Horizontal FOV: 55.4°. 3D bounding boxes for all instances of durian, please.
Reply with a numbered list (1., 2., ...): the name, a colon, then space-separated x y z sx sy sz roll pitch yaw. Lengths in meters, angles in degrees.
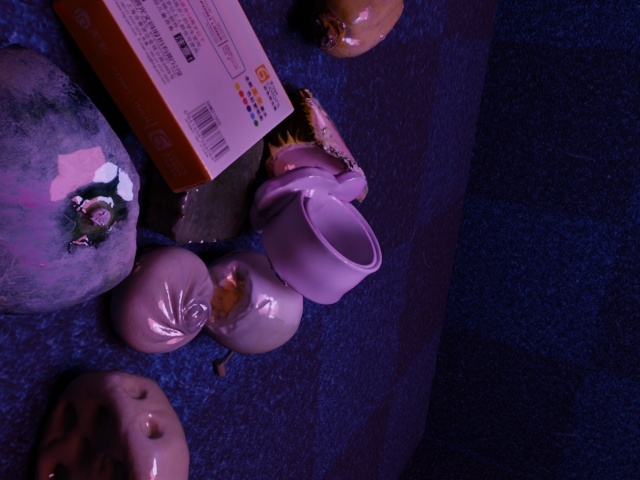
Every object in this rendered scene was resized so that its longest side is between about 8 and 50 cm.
1. durian: -0.008 -0.203 1.212 0.305 0.185 0.196 23 57 -59

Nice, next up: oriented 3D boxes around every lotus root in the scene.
1. lotus root: 0.066 -0.462 1.207 0.343 0.151 0.169 -52 159 -38

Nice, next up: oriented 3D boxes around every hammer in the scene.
1. hammer: -0.179 0.227 1.239 0.110 0.019 0.036 -52 147 -45

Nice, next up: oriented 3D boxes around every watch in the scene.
1. watch: 0.000 0.000 1.063 0.211 0.218 0.248 -40 157 25

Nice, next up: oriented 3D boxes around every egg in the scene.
1. egg: -0.120 0.113 1.102 0.217 0.182 0.183 23 83 -66

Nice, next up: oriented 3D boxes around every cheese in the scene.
1. cheese: -0.289 0.298 0.839 0.117 0.217 0.235 18 55 -64

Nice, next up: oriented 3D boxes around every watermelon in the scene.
1. watermelon: -0.307 -0.017 0.642 0.188 0.175 0.322 -52 146 -41

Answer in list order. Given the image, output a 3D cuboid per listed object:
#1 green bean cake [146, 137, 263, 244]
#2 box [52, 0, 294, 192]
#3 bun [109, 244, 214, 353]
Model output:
1. green bean cake: -0.182 -0.092 0.959 0.183 0.094 0.185 -9 112 -64
2. box: -0.172 -0.233 0.791 0.221 0.091 0.274 -48 119 -44
3. bun: -0.230 0.097 0.938 0.173 0.119 0.173 -44 143 -46
